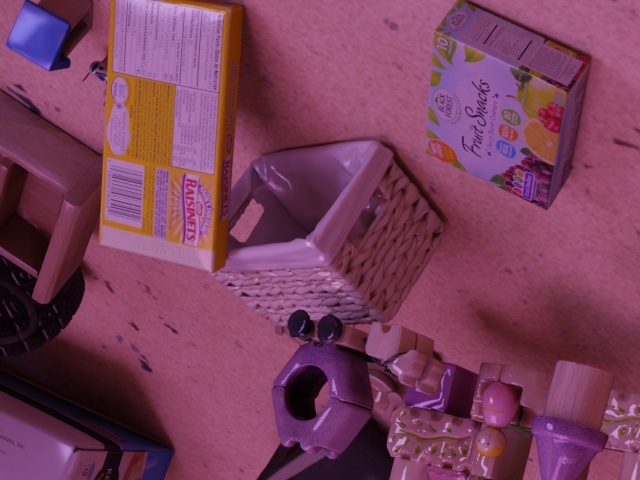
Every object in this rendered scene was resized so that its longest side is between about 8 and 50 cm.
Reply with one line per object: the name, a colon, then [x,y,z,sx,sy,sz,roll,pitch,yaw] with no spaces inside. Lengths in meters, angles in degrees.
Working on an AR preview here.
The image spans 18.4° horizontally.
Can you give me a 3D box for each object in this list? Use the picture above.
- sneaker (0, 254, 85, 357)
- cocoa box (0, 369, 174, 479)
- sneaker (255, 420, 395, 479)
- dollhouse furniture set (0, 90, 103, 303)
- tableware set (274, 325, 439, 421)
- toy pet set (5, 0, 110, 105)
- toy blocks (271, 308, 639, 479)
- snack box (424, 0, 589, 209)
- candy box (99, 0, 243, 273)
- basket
sneaker: [-0.374,0.075,1.948,0.130,0.286,0.109,-144,35,-71]
cocoa box: [-0.385,0.267,2.186,0.347,0.231,0.228,22,-178,24]
sneaker: [0.013,0.241,1.936,0.118,0.083,0.222,38,151,-7]
dollhouse furniture set: [-0.400,0.034,1.708,0.256,0.394,0.362,33,143,4]
tableware set: [0.029,0.096,1.759,0.169,0.020,0.141,34,153,1]
toy pet set: [-0.182,-0.153,1.551,0.114,0.065,0.122,30,152,9]
toy blocks: [0.134,0.228,1.486,0.289,0.260,0.309,8,169,42]
snack box: [0.124,-0.090,1.340,0.100,0.037,0.141,28,152,17]
candy box: [-0.114,-0.085,1.494,0.105,0.027,0.205,13,110,22]
basket: [0.000,0.000,1.540,0.103,0.113,0.167,46,151,-25]
